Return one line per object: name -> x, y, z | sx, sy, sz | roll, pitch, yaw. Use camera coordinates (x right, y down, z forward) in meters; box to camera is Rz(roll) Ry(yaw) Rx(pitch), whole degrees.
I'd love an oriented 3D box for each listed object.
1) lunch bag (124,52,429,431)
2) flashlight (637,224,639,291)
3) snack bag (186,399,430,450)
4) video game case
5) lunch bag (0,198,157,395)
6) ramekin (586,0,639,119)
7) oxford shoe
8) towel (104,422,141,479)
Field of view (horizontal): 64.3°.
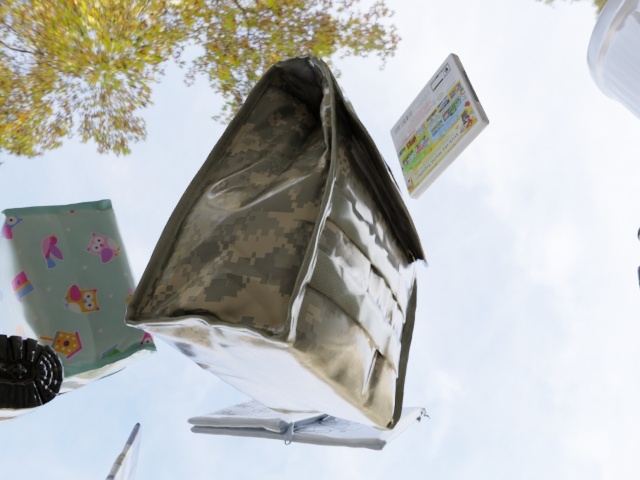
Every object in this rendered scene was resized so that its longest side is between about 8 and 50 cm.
lunch bag -> 0.000, 0.000, 0.480 | 0.235, 0.169, 0.287 | 55, -137, -49
flashlight -> 0.318, 0.008, 0.218 | 0.103, 0.304, 0.103 | 26, -118, -40
snack bag -> -0.004, 0.312, 0.907 | 0.323, 0.343, 0.037 | 22, -113, -65
video game case -> 0.232, -0.231, 1.041 | 0.026, 0.206, 0.227 | 12, -40, -26
lunch bag -> -0.355, 0.094, 0.704 | 0.160, 0.262, 0.223 | -12, -104, -42
ramekin -> 0.423, -0.208, 0.497 | 0.273, 0.127, 0.273 | -13, -31, -8
oxford shoe -> -0.322, 0.105, 0.368 | 0.096, 0.083, 0.227 | -34, -43, 25
towel -> -0.369, 0.474, 0.843 | 0.034, 0.285, 0.209 | 15, -71, -4
